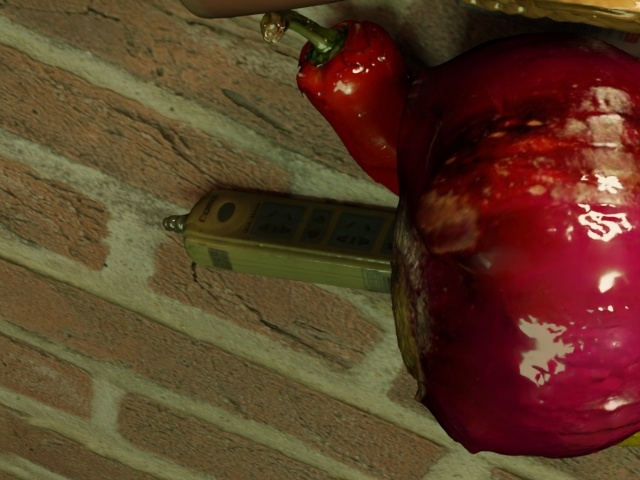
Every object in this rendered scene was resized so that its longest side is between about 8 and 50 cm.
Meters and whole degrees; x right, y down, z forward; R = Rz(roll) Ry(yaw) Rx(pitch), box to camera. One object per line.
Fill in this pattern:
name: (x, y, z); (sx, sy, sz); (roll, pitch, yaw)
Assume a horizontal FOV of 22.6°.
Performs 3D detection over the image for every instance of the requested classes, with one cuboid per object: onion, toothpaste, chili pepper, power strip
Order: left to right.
power strip: (0.000, 0.000, 1.786); (0.387, 0.092, 0.066); (7, 140, 20)
chili pepper: (0.072, -0.120, 1.594); (0.110, 0.110, 0.387); (-11, 137, 37)
toothpaste: (0.202, -0.219, 1.442); (0.234, 0.057, 0.089); (16, 147, 0)
onion: (0.270, -0.001, 1.423); (0.420, 0.398, 0.398); (-3, 140, 4)

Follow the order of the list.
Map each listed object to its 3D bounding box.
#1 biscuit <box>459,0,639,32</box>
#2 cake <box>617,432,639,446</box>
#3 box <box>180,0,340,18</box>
biscuit: (0.207, -0.195, 1.289); (0.288, 0.044, 0.202); (14, -171, 38)
cake: (0.309, 0.111, 1.718); (0.179, 0.156, 0.260); (7, 143, 31)
box: (0.008, -0.316, 1.219); (0.216, 0.301, 0.301); (0, 138, 21)
